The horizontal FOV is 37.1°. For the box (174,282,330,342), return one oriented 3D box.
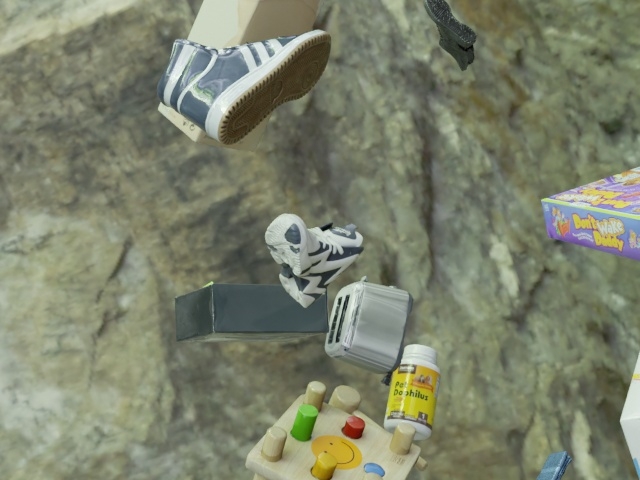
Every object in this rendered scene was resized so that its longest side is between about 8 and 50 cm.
[{"bbox_3d":[-0.139,0.150,1.929,0.261,0.184,0.103,3,-105,-31],"label":"box"}]

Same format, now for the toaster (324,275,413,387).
[{"bbox_3d":[0.103,0.196,2.087,0.146,0.129,0.227,19,-107,-18],"label":"toaster"}]

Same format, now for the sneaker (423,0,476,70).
[{"bbox_3d":[0.275,-0.448,2.055,0.170,0.051,0.089,43,159,-3],"label":"sneaker"}]

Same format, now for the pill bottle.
[{"bbox_3d":[0.228,0.369,2.322,0.117,0.117,0.215,46,-131,-48],"label":"pill bottle"}]

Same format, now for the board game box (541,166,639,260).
[{"bbox_3d":[0.583,-0.050,1.662,0.347,0.233,0.078,-157,50,-69],"label":"board game box"}]

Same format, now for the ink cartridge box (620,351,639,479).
[{"bbox_3d":[0.752,0.361,1.938,0.270,0.197,0.198,-45,-62,-54],"label":"ink cartridge box"}]

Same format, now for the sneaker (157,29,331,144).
[{"bbox_3d":[-0.112,-0.251,1.375,0.282,0.153,0.099,-43,-28,-40],"label":"sneaker"}]

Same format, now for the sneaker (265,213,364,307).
[{"bbox_3d":[0.000,0.000,1.593,0.094,0.153,0.235,37,158,33],"label":"sneaker"}]

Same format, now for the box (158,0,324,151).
[{"bbox_3d":[-0.127,-0.315,1.562,0.148,0.311,0.121,2,-149,-49],"label":"box"}]

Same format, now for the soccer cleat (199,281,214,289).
[{"bbox_3d":[-0.285,0.181,2.499,0.072,0.060,0.179,-41,-31,-29],"label":"soccer cleat"}]

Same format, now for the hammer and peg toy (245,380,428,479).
[{"bbox_3d":[0.055,0.368,1.732,0.361,0.265,0.127,-37,-34,-61],"label":"hammer and peg toy"}]

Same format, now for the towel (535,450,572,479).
[{"bbox_3d":[0.581,0.582,2.388,0.029,0.067,0.119,52,-131,-12],"label":"towel"}]
